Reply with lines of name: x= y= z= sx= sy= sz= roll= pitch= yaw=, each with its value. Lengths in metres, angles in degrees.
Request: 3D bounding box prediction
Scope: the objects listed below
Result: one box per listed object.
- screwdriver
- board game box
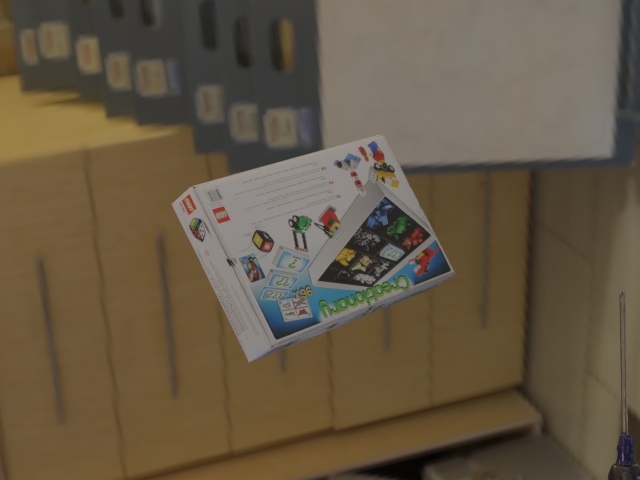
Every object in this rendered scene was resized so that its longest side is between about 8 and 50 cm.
screwdriver: x=0.209 y=0.118 z=0.941 sx=0.024 sy=0.025 sz=0.170 roll=-177 pitch=90 yaw=-75
board game box: x=0.000 y=0.000 z=1.556 sx=0.053 sy=0.305 sz=0.193 roll=-36 pitch=77 yaw=46
